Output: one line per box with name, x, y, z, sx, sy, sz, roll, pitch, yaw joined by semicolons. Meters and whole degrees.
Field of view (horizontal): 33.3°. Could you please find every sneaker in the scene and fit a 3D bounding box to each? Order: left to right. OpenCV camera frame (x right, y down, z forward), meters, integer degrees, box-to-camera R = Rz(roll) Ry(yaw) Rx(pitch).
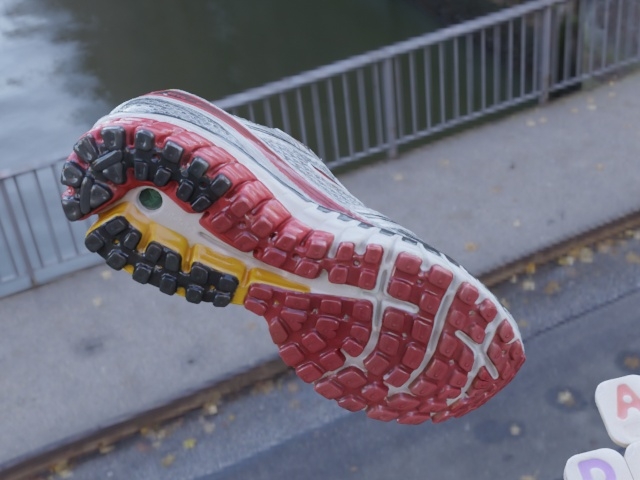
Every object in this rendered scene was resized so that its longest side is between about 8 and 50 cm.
sneaker;0.000;0.000;0.486;0.225;0.088;0.092;34;29;-11

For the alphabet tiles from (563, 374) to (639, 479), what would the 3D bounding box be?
alphabet tiles;0.373;0.228;0.954;0.284;0.021;0.278;-13;54;-3
